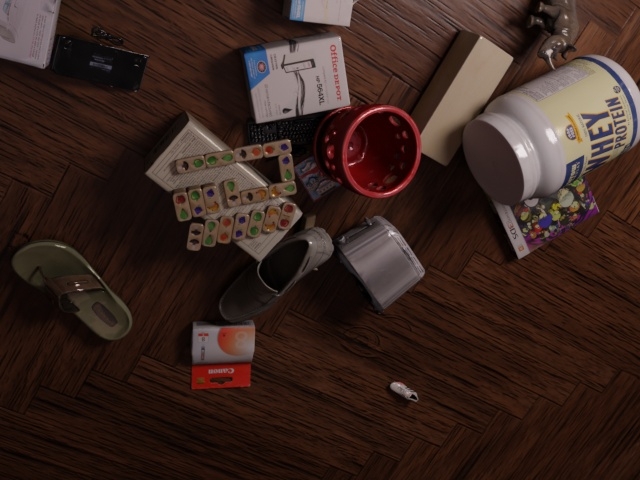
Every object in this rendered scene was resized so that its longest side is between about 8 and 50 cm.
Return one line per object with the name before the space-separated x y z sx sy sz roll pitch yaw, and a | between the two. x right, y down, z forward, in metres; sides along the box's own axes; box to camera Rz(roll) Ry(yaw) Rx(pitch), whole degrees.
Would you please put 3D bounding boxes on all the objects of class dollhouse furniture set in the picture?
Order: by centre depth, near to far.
dollhouse furniture set | 0.000 0.000 1.757 0.081 0.091 0.114 3 107 -31

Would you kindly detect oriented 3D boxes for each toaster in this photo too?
toaster | 0.135 0.054 1.778 0.146 0.129 0.227 -36 113 -1

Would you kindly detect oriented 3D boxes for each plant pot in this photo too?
plant pot | 0.088 -0.196 1.634 0.191 0.174 0.191 -8 109 -25

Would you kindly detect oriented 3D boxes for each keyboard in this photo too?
keyboard | -0.425 -0.359 1.519 0.180 0.023 0.108 7 116 -35
keyboard | -0.059 -0.222 1.676 0.192 0.038 0.100 -8 112 -10

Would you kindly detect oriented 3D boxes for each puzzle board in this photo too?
puzzle board | 0.016 -0.156 1.733 0.128 0.011 0.096 -32 114 0

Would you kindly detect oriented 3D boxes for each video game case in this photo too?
video game case | 0.525 -0.098 1.859 0.232 0.042 0.210 -30 115 -1

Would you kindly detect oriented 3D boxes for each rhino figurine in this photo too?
rhino figurine | 0.497 -0.472 1.651 0.106 0.073 0.243 6 76 -12

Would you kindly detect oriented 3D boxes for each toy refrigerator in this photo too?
toy refrigerator | 0.289 -0.310 1.698 0.102 0.094 0.269 24 104 -28

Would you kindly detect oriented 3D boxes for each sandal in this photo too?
sandal | -0.518 0.109 1.663 0.120 0.086 0.303 -44 114 5

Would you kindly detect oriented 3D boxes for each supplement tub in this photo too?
supplement tub | 0.493 -0.233 1.667 0.325 0.235 0.235 -28 115 -16

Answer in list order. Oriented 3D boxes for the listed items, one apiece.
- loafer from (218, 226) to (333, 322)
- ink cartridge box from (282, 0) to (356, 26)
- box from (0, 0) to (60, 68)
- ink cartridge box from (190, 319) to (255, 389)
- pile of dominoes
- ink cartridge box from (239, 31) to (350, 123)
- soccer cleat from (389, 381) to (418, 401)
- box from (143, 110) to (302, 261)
loafer | -0.114 0.077 1.696 0.319 0.111 0.112 -40 76 23
ink cartridge box | 0.004 -0.482 1.563 0.143 0.092 0.089 4 110 -14
box | -0.585 -0.471 1.407 0.231 0.127 0.262 11 107 -18
ink cartridge box | -0.229 0.274 1.819 0.145 0.045 0.179 -1 108 -13
pile of dominoes | -0.166 -0.085 1.566 0.251 0.040 0.196 -12 112 -9
ink cartridge box | -0.052 -0.337 1.607 0.203 0.086 0.148 -13 112 -8
soccer cleat | 0.212 0.381 1.968 0.083 0.035 0.029 30 101 -22
box | -0.204 -0.111 1.636 0.311 0.121 0.148 41 96 -23
